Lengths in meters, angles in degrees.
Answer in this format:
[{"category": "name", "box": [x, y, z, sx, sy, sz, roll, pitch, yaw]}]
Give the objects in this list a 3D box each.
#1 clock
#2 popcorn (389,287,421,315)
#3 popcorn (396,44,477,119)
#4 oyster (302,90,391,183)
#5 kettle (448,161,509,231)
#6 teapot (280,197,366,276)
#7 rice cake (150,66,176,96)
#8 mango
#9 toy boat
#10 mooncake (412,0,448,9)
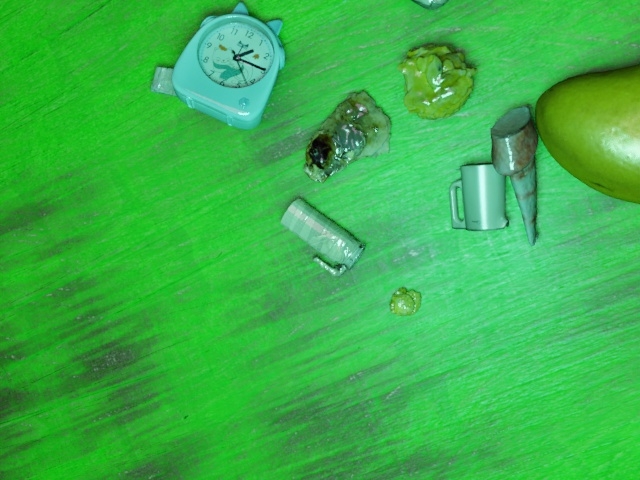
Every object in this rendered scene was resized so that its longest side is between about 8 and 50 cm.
[{"category": "clock", "box": [-0.192, -0.408, 1.807, 0.223, 0.094, 0.274, 27, 75, 3]}, {"category": "popcorn", "box": [0.197, 0.146, 1.812, 0.083, 0.068, 0.060, -13, 120, -21]}, {"category": "popcorn", "box": [0.249, -0.351, 1.722, 0.173, 0.142, 0.174, 13, 121, 23]}, {"category": "oyster", "box": [0.049, -0.225, 1.797, 0.232, 0.107, 0.162, -42, 76, 11]}, {"category": "kettle", "box": [0.348, -0.096, 1.734, 0.126, 0.098, 0.148, -3, 98, 9]}, {"category": "teapot", "box": [0.000, 0.000, 1.837, 0.200, 0.077, 0.107, 35, 106, 9]}, {"category": "rice cake", "box": [-0.306, -0.368, 1.886, 0.206, 0.063, 0.069, 13, 92, 11]}, {"category": "mango", "box": [0.655, -0.225, 1.585, 0.444, 0.220, 0.302, 17, 101, 15]}, {"category": "toy boat", "box": [0.436, -0.131, 1.679, 0.096, 0.206, 0.282, -9, 116, 26]}, {"category": "mooncake", "box": [0.222, -0.659, 1.693, 0.254, 0.136, 0.250, 37, 104, 3]}]
